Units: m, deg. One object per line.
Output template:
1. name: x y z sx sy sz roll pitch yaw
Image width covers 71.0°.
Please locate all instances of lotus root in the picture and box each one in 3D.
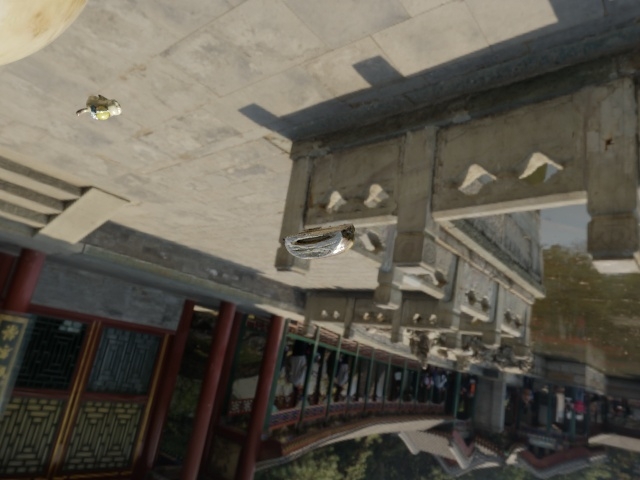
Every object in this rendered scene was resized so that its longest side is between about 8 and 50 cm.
1. lotus root: 0.000 0.002 0.474 0.083 0.030 0.037 -5 -167 35

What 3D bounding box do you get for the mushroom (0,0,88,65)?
1. mushroom: -0.321 -0.280 0.266 0.362 0.295 0.362 28 -161 -11

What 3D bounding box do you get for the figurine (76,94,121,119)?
1. figurine: -0.461 -0.271 0.935 0.083 0.051 0.047 8 140 22
